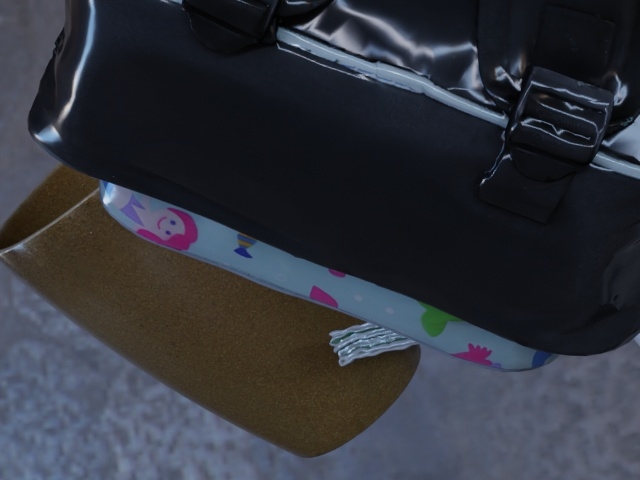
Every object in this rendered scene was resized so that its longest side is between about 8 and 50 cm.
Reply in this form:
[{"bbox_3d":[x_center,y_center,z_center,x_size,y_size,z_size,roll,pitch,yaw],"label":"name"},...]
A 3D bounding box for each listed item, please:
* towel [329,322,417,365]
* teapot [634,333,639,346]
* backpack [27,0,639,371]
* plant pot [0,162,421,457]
[{"bbox_3d":[0.095,0.047,0.990,0.113,0.152,0.023,-18,82,56],"label":"towel"},{"bbox_3d":[0.287,0.004,0.958,0.187,0.252,0.256,-47,33,17],"label":"teapot"},{"bbox_3d":[0.042,-0.096,0.559,0.191,0.225,0.253,108,-178,-57],"label":"backpack"},{"bbox_3d":[-0.052,0.018,1.128,0.254,0.237,0.237,48,137,-15],"label":"plant pot"}]
